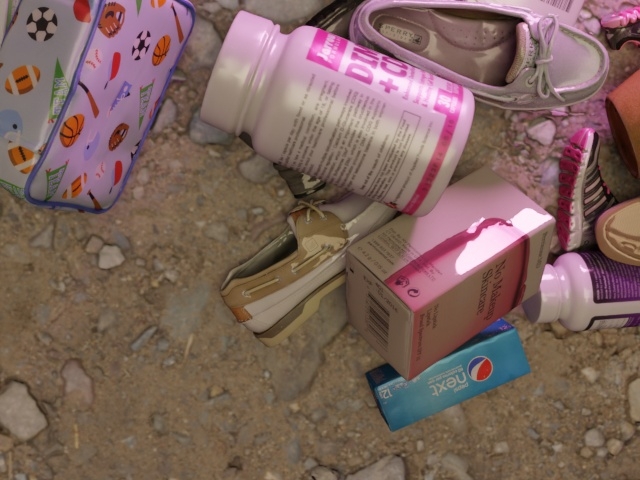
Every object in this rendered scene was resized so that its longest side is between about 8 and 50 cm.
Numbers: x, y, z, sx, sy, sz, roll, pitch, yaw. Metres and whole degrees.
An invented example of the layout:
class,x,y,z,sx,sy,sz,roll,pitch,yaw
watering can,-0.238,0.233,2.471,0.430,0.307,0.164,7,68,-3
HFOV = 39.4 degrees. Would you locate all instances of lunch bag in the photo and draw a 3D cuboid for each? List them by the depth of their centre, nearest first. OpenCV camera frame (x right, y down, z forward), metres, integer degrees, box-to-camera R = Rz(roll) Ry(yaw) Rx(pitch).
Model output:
class,x,y,z,sx,sy,sz,roll,pitch,yaw
lunch bag,-0.268,-0.173,1.027,0.115,0.243,0.303,28,96,13

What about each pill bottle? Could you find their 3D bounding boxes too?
class,x,y,z,sx,sy,sz,roll,pitch,yaw
pill bottle,0.017,-0.147,1.022,0.283,0.160,0.160,21,95,-5
pill bottle,0.378,0.067,1.215,0.193,0.108,0.108,-3,99,-8

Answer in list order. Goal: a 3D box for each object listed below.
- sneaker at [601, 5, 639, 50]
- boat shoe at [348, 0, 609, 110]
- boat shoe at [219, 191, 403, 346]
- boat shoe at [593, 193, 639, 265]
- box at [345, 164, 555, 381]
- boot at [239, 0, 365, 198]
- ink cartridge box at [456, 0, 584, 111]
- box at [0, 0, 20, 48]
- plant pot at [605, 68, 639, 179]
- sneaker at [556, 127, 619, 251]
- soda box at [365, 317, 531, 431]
class,x,y,z,sx,sy,sz,roll,pitch,yaw
sneaker,0.440,-0.289,1.203,0.119,0.047,0.057,-15,107,2
boat shoe,0.193,-0.226,1.056,0.320,0.103,0.118,13,97,-6
boat shoe,0.000,0.000,1.147,0.302,0.113,0.103,-46,108,2
boat shoe,0.498,-0.034,1.187,0.285,0.092,0.103,-15,101,1
box,0.157,0.039,1.107,0.232,0.127,0.148,-30,144,-22
boot,0.008,-0.184,1.145,0.161,0.083,0.246,41,99,-17
ink cartridge box,0.243,-0.286,1.150,0.148,0.086,0.203,21,97,-9
box,-0.457,-0.248,1.003,0.231,0.127,0.262,11,117,-10
plant pot,0.512,-0.180,1.155,0.254,0.237,0.237,-20,102,11
sneaker,0.370,-0.069,1.217,0.075,0.063,0.170,-1,104,-8
soda box,0.173,0.181,1.224,0.210,0.067,0.071,-22,102,-4
